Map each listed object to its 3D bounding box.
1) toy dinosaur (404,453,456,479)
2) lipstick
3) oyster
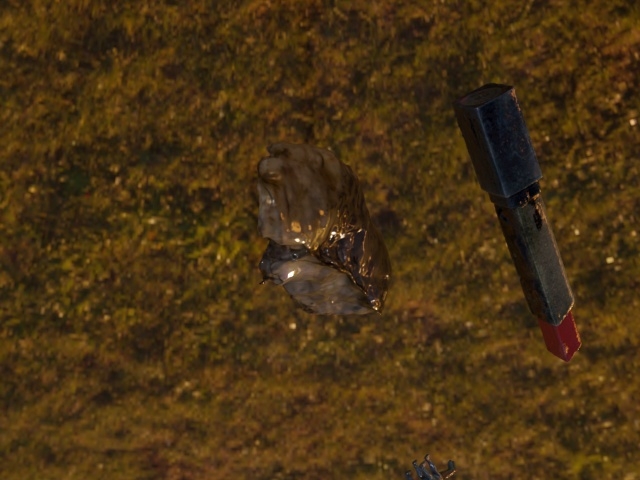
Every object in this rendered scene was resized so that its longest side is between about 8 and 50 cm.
[{"bbox_3d":[0.164,0.372,1.509,0.045,0.197,0.080,-34,90,31],"label":"toy dinosaur"},{"bbox_3d":[0.215,-0.011,1.041,0.051,0.051,0.312,-31,114,-17],"label":"lipstick"},{"bbox_3d":[0.004,0.002,0.999,0.110,0.166,0.341,-8,145,10],"label":"oyster"}]
